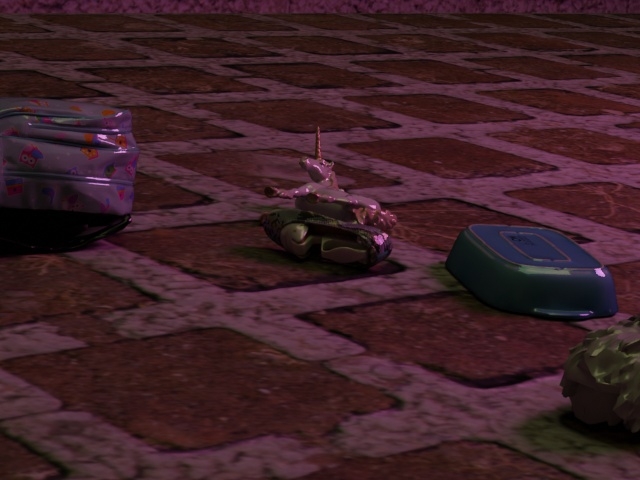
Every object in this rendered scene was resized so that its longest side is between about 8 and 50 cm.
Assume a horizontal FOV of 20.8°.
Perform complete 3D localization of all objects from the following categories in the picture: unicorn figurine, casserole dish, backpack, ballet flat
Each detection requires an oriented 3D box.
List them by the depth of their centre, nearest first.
[{"bbox_3d":[-0.233,-0.058,1.394,0.182,0.115,0.152,1,11,-28],"label":"backpack"},{"bbox_3d":[0.170,0.021,1.398,0.114,0.037,0.188,3,13,-12],"label":"casserole dish"},{"bbox_3d":[0.000,0.000,1.414,0.114,0.041,0.041,10,14,21],"label":"ballet flat"},{"bbox_3d":[0.003,-0.036,1.542,0.111,0.060,0.162,-8,35,-45],"label":"unicorn figurine"}]

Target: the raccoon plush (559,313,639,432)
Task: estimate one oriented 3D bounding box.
[{"bbox_3d":[0.375,-0.033,1.140,0.446,0.299,0.216,-8,20,-44],"label":"raccoon plush"}]
